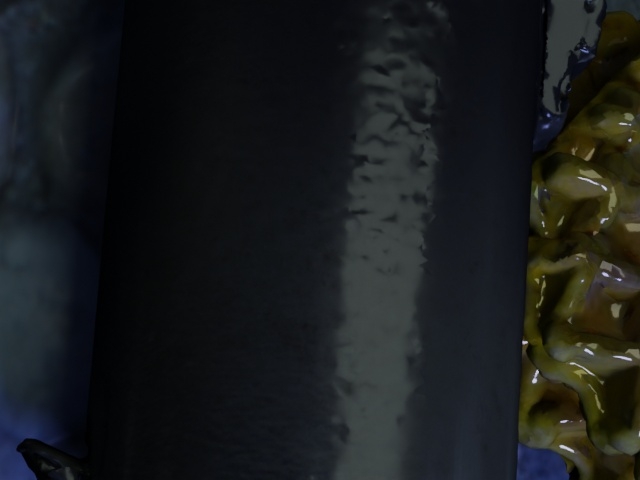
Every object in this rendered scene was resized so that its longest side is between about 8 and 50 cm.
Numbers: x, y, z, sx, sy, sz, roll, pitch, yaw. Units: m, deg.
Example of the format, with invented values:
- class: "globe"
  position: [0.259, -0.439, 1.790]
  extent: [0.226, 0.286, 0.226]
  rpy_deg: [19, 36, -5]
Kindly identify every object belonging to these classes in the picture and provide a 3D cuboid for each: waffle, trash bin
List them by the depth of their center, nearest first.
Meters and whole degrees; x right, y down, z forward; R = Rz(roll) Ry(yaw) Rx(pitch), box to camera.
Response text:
- class: "trash bin"
  position: [0.000, 0.000, 0.633]
  extent: [0.252, 0.203, 0.301]
  rpy_deg: [6, 78, -6]
- class: "waffle"
  position: [0.223, 0.008, 0.813]
  extent: [0.261, 0.151, 0.324]
  rpy_deg: [38, 61, -8]
